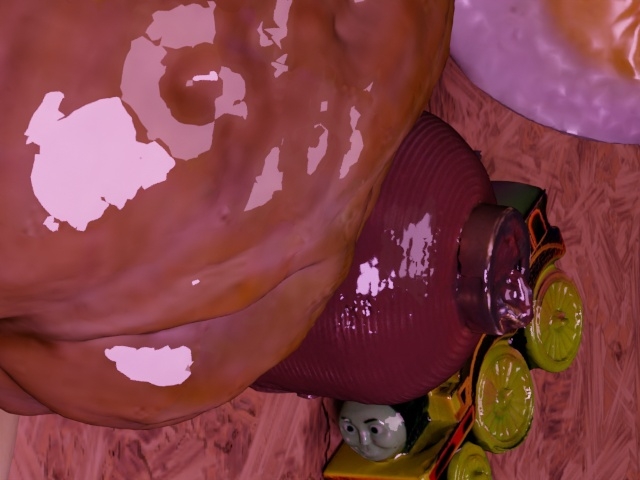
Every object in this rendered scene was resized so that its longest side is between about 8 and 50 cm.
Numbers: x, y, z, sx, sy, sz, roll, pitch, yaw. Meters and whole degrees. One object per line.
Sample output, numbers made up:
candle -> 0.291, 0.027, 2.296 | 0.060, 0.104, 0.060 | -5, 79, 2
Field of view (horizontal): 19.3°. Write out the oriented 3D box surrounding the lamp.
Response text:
lamp -> 0.000, 0.000, 1.060 | 0.180, 0.258, 0.180 | 6, 90, -67

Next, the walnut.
walnut -> -0.089, -0.096, 0.848 | 0.306, 0.306, 0.344 | 55, 43, -48

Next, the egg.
egg -> 0.248, -0.265, 1.389 | 0.340, 0.354, 0.354 | -51, 137, -68

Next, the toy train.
toy train -> 0.099, 0.088, 1.400 | 0.296, 0.100, 0.160 | -53, 129, -42

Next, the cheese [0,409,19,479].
cheese -> -0.184, 0.043, 0.956 | 0.127, 0.050, 0.255 | 46, 53, -50
